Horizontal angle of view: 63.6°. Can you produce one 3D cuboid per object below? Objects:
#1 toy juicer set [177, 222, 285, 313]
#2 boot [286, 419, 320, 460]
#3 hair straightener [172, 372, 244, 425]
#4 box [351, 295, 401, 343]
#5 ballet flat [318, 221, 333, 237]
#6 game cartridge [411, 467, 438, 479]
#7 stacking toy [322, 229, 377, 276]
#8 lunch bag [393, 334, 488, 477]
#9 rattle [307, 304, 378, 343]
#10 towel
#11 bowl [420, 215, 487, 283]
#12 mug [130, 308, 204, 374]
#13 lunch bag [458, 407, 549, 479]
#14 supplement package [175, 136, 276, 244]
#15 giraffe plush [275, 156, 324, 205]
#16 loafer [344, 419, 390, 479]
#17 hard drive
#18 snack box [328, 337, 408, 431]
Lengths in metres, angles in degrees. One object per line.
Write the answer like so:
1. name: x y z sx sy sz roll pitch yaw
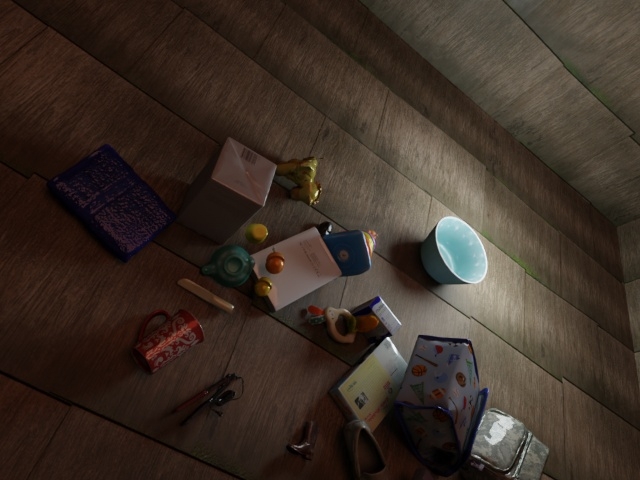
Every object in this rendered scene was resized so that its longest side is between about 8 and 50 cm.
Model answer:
1. toy juicer set: -0.261 0.110 1.641 0.329 0.089 0.209 -39 99 -19
2. boot: -0.050 0.592 1.565 0.106 0.037 0.114 41 49 -30
3. hair straightener: -0.299 0.453 1.453 0.230 0.047 0.089 -27 84 -48
4. box: 0.196 0.288 1.868 0.137 0.126 0.072 52 48 -1
5. ballet flat: 0.000 0.000 1.944 0.057 0.049 0.173 52 48 -34
6. game cartridge: 0.374 0.935 1.645 0.355 0.068 0.230 56 49 -14
7. stacking toy: 0.146 0.016 1.986 0.302 0.175 0.165 -32 111 -60
8. lunch bag: 0.437 0.579 1.799 0.328 0.239 0.385 -53 135 -44
9. rattle: 0.071 0.271 1.777 0.200 0.143 0.130 40 66 -22
10. towel: -0.603 -0.108 1.512 0.308 0.076 0.227 47 54 -7
11. bowl: 0.557 0.069 2.247 0.312 0.163 0.311 19 55 -29
12. mug: -0.432 0.277 1.420 0.169 0.150 0.113 -37 127 -40
13. lunch bag: 0.654 0.798 1.894 0.256 0.212 0.305 42 44 11
14. supplement package: -0.298 -0.146 1.609 0.178 0.293 0.175 29 52 -23
15. giraffe plush: -0.061 -0.218 1.944 0.181 0.210 0.170 -25 111 -47
16. loafer: 0.155 0.713 1.581 0.112 0.111 0.319 -19 84 -16
17. hard drive: -0.090 0.095 1.787 0.308 0.040 0.203 -26 83 -36
18. snack box: 0.187 0.497 1.787 0.322 0.060 0.187 -34 89 -44
